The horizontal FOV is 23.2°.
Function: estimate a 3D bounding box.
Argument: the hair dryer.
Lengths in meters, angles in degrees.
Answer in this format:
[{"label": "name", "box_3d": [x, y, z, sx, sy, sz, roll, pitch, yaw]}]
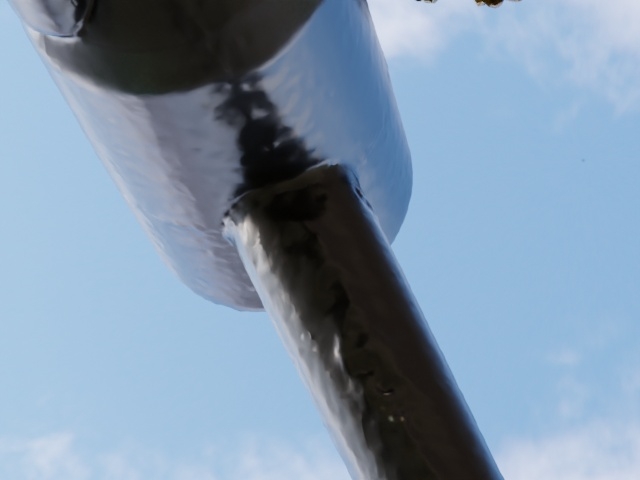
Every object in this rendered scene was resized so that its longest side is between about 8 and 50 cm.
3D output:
[{"label": "hair dryer", "box_3d": [0.000, 0.000, 0.497, 0.116, 0.244, 0.302, -28, -118, -1]}]

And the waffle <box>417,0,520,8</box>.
[{"label": "waffle", "box_3d": [0.090, -0.201, 0.696, 0.197, 0.070, 0.193, 2, -89, -9]}]
